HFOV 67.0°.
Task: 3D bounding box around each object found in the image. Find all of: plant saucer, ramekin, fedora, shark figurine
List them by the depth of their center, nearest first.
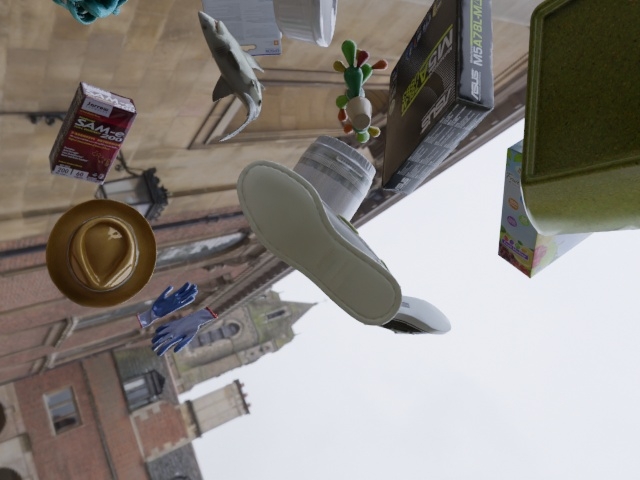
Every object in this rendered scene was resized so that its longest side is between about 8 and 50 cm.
[{"bbox_3d":[0.188,-0.102,0.291,0.188,0.045,0.188,173,-77,-71],"label":"plant saucer"},{"bbox_3d":[-0.373,0.021,0.833,0.079,0.195,0.194,-7,-85,66],"label":"fedora"},{"bbox_3d":[-0.175,-0.300,0.968,0.116,0.166,0.278,-29,-113,19],"label":"shark figurine"},{"bbox_3d":[-0.036,-0.644,1.248,0.127,0.273,0.272,6,-70,9],"label":"ramekin"}]

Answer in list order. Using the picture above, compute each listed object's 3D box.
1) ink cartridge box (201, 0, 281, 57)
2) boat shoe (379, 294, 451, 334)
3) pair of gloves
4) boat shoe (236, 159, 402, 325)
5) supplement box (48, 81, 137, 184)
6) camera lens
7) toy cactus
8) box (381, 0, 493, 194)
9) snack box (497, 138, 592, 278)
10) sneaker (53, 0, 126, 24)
[{"bbox_3d":[-0.229,-0.657,1.430,0.223,0.224,0.045,91,-8,-50],"label":"ink cartridge box"},{"bbox_3d":[0.177,0.164,1.045,0.077,0.220,0.070,-90,-155,-50],"label":"boat shoe"},{"bbox_3d":[-0.338,0.176,1.126,0.198,0.159,0.023,38,-27,43],"label":"pair of gloves"},{"bbox_3d":[-0.003,0.003,0.714,0.305,0.091,0.109,45,-86,12],"label":"boat shoe"},{"bbox_3d":[-0.571,-0.260,1.209,0.239,0.130,0.073,-51,-130,27],"label":"supplement box"},{"bbox_3d":[0.004,-0.135,1.398,0.219,0.219,0.274,29,-96,42],"label":"camera lens"},{"bbox_3d":[0.081,-0.273,0.955,0.180,0.112,0.218,-93,-178,-49],"label":"toy cactus"},{"bbox_3d":[0.127,-0.174,0.554,0.190,0.045,0.184,128,-26,-66],"label":"box"},{"bbox_3d":[0.336,-0.072,0.667,0.070,0.175,0.207,46,-19,40],"label":"snack box"},{"bbox_3d":[-0.229,-0.250,0.428,0.276,0.107,0.109,5,-65,29],"label":"sneaker"}]
